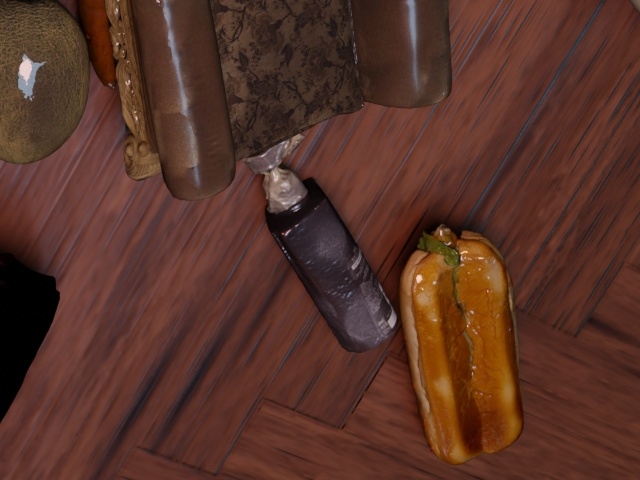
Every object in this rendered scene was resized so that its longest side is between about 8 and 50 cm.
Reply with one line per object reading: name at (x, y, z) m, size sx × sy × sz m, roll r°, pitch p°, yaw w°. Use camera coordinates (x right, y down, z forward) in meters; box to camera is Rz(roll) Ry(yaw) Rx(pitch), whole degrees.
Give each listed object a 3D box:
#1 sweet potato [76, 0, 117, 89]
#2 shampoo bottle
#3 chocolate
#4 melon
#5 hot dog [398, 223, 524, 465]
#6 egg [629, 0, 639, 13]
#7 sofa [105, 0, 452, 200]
sweet potato at (-0.149, -0.239, 1.179) m, size 0.057 × 0.057 × 0.264 m, roll -2°, pitch 109°, yaw -20°
shampoo bottle at (-0.001, 0.000, 1.339) m, size 0.063 × 0.057 × 0.208 m, roll -33°, pitch 121°, yaw -4°
chocolate at (-0.324, 0.082, 1.211) m, size 0.177 × 0.224 × 0.206 m, roll 31°, pitch 135°, yaw 5°
melon at (-0.215, -0.118, 1.184) m, size 0.098 × 0.098 × 0.131 m, roll -8°, pitch 122°, yaw -17°
hot dog at (0.120, 0.085, 1.412) m, size 0.104 × 0.076 × 0.250 m, roll -21°, pitch 124°, yaw -10°
egg at (0.379, -0.299, 1.249) m, size 0.371 × 0.230 × 0.230 m, roll -43°, pitch 121°, yaw -7°
sofa at (-0.021, -0.148, 1.162) m, size 0.258 × 0.182 × 0.200 m, roll -24°, pitch 122°, yaw -32°
